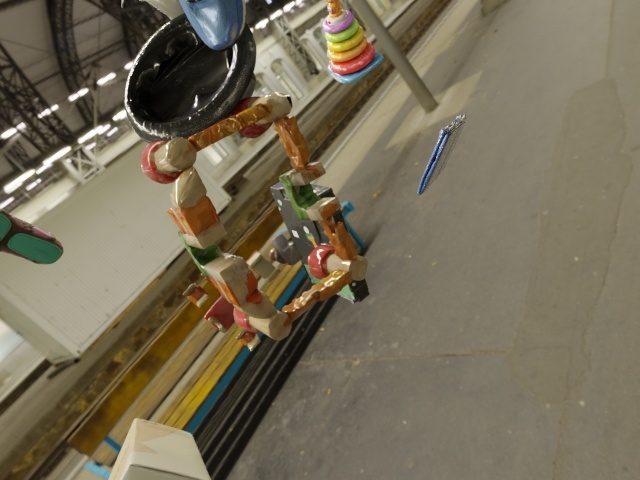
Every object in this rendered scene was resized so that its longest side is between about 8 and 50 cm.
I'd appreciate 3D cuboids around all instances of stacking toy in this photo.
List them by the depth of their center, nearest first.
[{"bbox_3d":[0.072,-0.690,1.481,0.166,0.302,0.175,-36,49,-4],"label":"stacking toy"}]

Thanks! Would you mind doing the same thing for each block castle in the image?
[{"bbox_3d":[-0.131,-0.045,0.938,0.303,0.453,0.213,-35,19,-24],"label":"block castle"}]

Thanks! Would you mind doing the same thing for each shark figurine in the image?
[{"bbox_3d":[-0.340,-0.516,1.018,0.166,0.278,0.116,-81,9,-62],"label":"shark figurine"}]

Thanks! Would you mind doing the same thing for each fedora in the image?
[{"bbox_3d":[-0.264,-0.338,0.999,0.334,0.334,0.152,-38,-21,10],"label":"fedora"}]

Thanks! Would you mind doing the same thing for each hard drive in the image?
[{"bbox_3d":[0.000,0.000,1.245,0.064,0.339,0.237,-34,28,-24],"label":"hard drive"}]

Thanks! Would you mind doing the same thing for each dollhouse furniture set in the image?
[{"bbox_3d":[-0.241,0.161,1.380,0.259,0.262,0.135,-49,9,-9],"label":"dollhouse furniture set"}]

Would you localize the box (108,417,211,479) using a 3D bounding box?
[{"bbox_3d":[-0.274,0.401,0.726,0.311,0.121,0.148,-28,40,66],"label":"box"}]

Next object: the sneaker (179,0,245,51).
[{"bbox_3d":[-0.243,-0.486,0.766,0.130,0.330,0.147,-12,28,24],"label":"sneaker"}]

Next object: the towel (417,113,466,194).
[{"bbox_3d":[0.374,-0.270,1.387,0.285,0.034,0.209,-42,-26,-54],"label":"towel"}]

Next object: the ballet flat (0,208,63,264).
[{"bbox_3d":[-0.570,-0.020,0.808,0.079,0.221,0.077,35,84,30],"label":"ballet flat"}]
